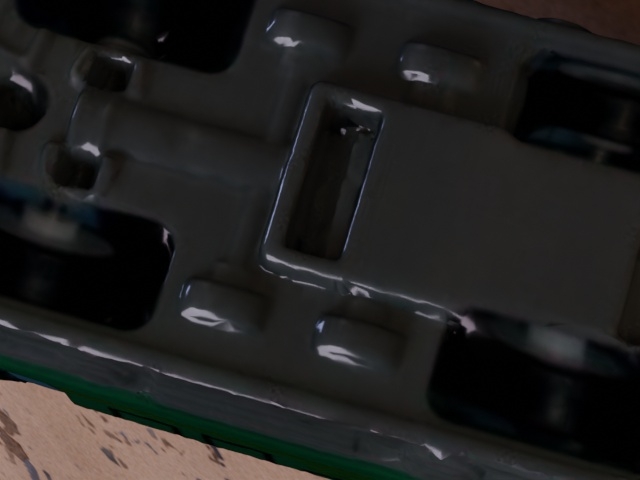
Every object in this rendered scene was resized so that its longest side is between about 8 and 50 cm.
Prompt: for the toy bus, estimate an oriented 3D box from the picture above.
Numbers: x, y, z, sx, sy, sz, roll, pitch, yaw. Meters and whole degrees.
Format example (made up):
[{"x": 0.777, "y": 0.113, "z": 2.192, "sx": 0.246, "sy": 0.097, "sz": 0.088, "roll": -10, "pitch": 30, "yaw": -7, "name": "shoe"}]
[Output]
[{"x": 0.000, "y": 0.000, "z": 0.782, "sx": 0.344, "sy": 0.183, "sz": 0.199, "roll": 16, "pitch": 165, "yaw": 6, "name": "toy bus"}]
